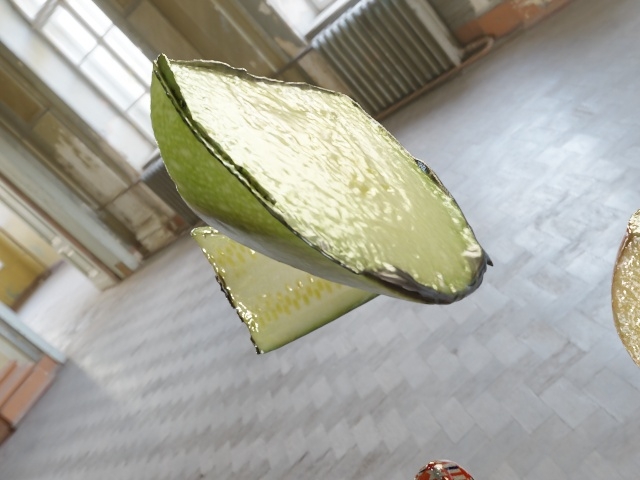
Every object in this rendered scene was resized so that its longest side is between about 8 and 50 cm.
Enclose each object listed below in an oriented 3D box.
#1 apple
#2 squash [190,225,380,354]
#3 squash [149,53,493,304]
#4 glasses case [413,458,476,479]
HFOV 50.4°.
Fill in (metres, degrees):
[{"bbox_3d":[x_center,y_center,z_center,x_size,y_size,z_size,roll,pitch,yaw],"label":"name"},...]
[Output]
[{"bbox_3d":[0.651,0.093,1.156,0.313,0.309,0.252,-19,25,-21],"label":"apple"},{"bbox_3d":[0.000,0.000,0.808,0.252,0.170,0.093,-28,11,3],"label":"squash"},{"bbox_3d":[-0.003,-0.011,0.393,0.191,0.184,0.085,-5,-40,-51],"label":"squash"},{"bbox_3d":[0.147,0.273,0.568,0.049,0.073,0.194,-49,54,16],"label":"glasses case"}]
